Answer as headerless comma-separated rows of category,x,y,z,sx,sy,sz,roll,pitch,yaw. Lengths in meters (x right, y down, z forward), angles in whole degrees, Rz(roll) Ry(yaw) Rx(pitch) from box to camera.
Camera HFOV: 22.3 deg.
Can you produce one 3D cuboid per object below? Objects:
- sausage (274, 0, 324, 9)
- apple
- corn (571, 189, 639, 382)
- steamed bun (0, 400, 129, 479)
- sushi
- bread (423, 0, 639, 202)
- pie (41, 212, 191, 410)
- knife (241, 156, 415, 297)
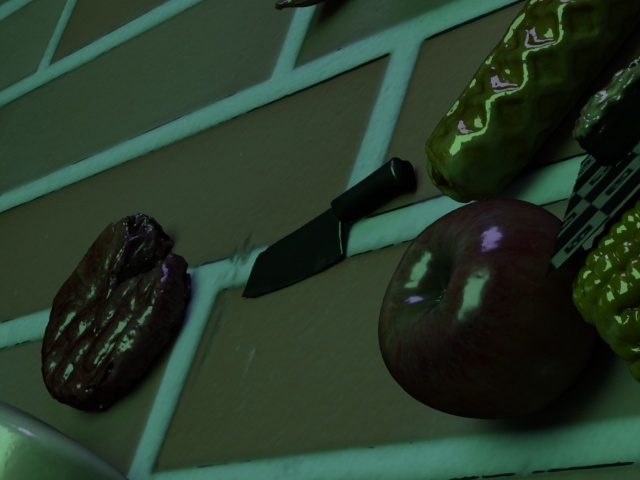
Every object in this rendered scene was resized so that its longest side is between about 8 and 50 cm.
sausage,0.098,-0.390,1.594,0.433,0.088,0.088,-47,30,17
apple,0.116,0.047,1.080,0.153,0.120,0.153,-43,29,32
corn,0.288,-0.051,0.902,0.344,0.131,0.131,-48,29,18
steamed bun,-0.296,0.229,1.501,0.241,0.164,0.146,11,72,59
sushi,0.206,-0.094,1.032,0.192,0.043,0.279,-46,2,22
bread,0.203,-0.181,1.218,0.077,0.084,0.367,41,97,21
pie,-0.208,0.072,1.640,0.204,0.054,0.219,-46,32,20
knife,0.000,0.000,1.419,0.230,0.028,0.060,-33,49,41
